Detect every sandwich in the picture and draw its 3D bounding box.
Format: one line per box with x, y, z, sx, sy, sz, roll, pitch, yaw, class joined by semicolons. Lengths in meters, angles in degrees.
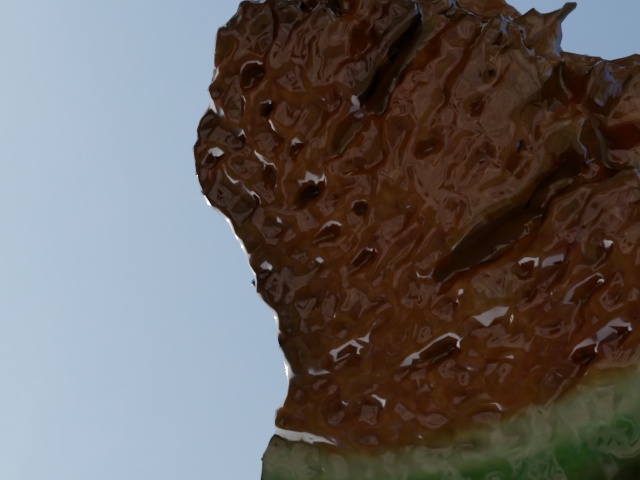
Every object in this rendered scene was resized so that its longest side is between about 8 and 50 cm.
0.065;-0.007;0.725;0.250;0.162;0.301;-29;-100;29;sandwich

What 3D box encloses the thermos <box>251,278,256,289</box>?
0.005;-0.002;0.938;0.073;0.187;0.083;16;-88;0;thermos
